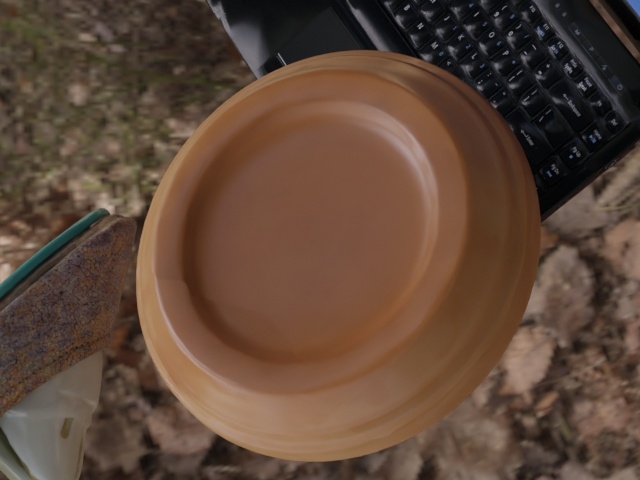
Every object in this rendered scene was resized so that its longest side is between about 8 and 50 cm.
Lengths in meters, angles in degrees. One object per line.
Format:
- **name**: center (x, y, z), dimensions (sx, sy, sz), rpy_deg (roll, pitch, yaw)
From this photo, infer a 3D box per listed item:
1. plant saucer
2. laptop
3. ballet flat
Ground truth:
- **plant saucer**: center (0.000, 0.000, 0.767), dimensions (0.200, 0.037, 0.200), rpy_deg (-9, 67, 21)
- **laptop**: center (0.060, -0.139, 0.804), dimensions (0.264, 0.136, 0.234), rpy_deg (-40, 64, 16)
- **ballet flat**: center (-0.188, 0.112, 0.842), dimensions (0.106, 0.316, 0.107), rpy_deg (48, 157, 3)
